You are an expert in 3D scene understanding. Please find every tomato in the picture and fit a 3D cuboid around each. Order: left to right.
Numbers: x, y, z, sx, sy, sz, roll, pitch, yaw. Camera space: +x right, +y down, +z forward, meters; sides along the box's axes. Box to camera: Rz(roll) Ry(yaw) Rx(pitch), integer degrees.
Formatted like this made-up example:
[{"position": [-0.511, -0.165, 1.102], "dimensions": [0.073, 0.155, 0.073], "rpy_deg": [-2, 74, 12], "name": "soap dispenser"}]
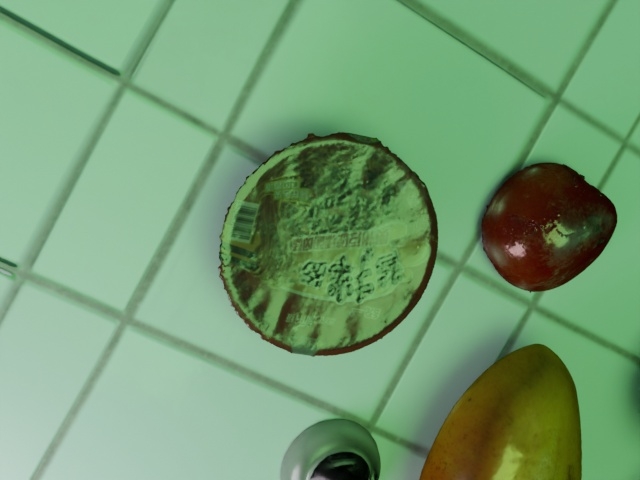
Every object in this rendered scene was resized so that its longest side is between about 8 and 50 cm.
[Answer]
[{"position": [0.313, -0.007, 1.276], "dimensions": [0.189, 0.099, 0.173], "rpy_deg": [39, 88, -25], "name": "tomato"}]

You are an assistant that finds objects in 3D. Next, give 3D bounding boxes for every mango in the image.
[{"position": [0.244, 0.305, 1.290], "dimensions": [0.201, 0.199, 0.350], "rpy_deg": [19, 101, 17], "name": "mango"}]

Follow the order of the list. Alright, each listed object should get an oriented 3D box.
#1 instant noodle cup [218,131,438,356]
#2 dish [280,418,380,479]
[{"position": [0.000, 0.000, 1.173], "dimensions": [0.274, 0.091, 0.274], "rpy_deg": [-5, 105, -18], "name": "instant noodle cup"}, {"position": [0.025, 0.314, 1.272], "dimensions": [0.141, 0.078, 0.141], "rpy_deg": [-5, 106, -18], "name": "dish"}]
